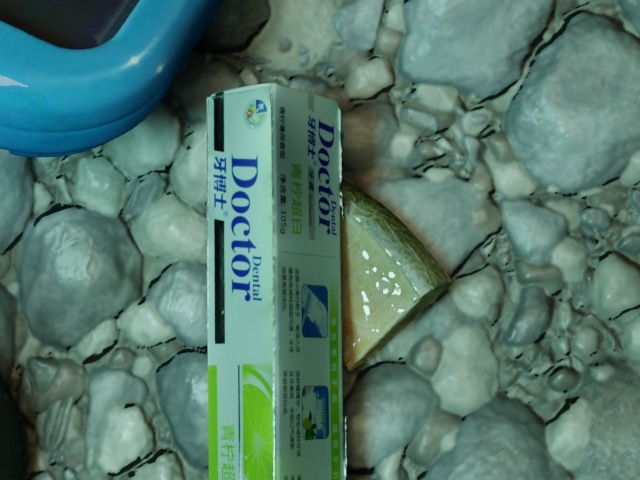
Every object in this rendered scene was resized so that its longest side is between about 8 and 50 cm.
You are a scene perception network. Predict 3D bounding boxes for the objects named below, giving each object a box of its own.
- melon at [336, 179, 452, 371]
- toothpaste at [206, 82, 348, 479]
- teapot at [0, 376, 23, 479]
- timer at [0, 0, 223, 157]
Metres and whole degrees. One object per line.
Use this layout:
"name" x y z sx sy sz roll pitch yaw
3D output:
"melon" 0.007 -0.003 1.008 0.098 0.054 0.182 -41 73 16
"toothpaste" -0.030 0.064 0.950 0.067 0.081 0.336 -5 83 35
"teapot" -0.384 0.122 0.924 0.305 0.285 0.223 32 85 15
"timer" -0.243 -0.217 0.989 0.340 0.115 0.309 25 52 1
